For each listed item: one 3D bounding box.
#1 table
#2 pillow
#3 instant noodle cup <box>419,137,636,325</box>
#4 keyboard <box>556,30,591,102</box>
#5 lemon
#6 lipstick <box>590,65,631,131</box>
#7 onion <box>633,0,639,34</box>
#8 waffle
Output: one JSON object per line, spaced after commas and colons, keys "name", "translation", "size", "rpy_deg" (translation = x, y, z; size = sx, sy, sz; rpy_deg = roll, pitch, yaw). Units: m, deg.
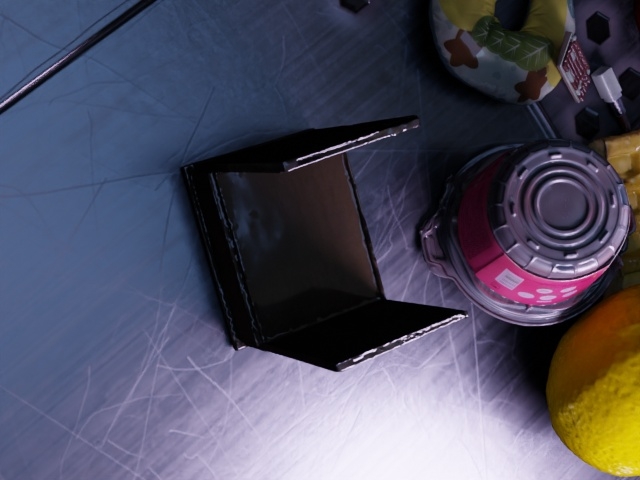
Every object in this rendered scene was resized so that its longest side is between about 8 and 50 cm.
{"name": "table", "translation": [0.000, 0.000, 1.505], "size": [0.196, 0.282, 0.251], "rpy_deg": [-18, 100, -24]}
{"name": "pillow", "translation": [0.249, -0.297, 1.731], "size": [0.233, 0.086, 0.214], "rpy_deg": [26, 70, -21]}
{"name": "instant noodle cup", "translation": [0.294, -0.025, 1.654], "size": [0.302, 0.181, 0.258], "rpy_deg": [-20, 81, -9]}
{"name": "keyboard", "translation": [0.356, -0.241, 1.755], "size": [0.166, 0.017, 0.055], "rpy_deg": [30, 75, -67]}
{"name": "lemon", "translation": [0.446, 0.188, 1.727], "size": [0.245, 0.320, 0.245], "rpy_deg": [21, 44, -21]}
{"name": "lipstick", "translation": [0.431, -0.204, 1.846], "size": [0.025, 0.025, 0.107], "rpy_deg": [-38, 114, -19]}
{"name": "onion", "translation": [0.584, -0.353, 1.781], "size": [0.276, 0.276, 0.276], "rpy_deg": [-1, 92, -25]}
{"name": "waffle", "translation": [0.483, -0.030, 1.859], "size": [0.168, 0.057, 0.274], "rpy_deg": [-13, 98, -25]}
